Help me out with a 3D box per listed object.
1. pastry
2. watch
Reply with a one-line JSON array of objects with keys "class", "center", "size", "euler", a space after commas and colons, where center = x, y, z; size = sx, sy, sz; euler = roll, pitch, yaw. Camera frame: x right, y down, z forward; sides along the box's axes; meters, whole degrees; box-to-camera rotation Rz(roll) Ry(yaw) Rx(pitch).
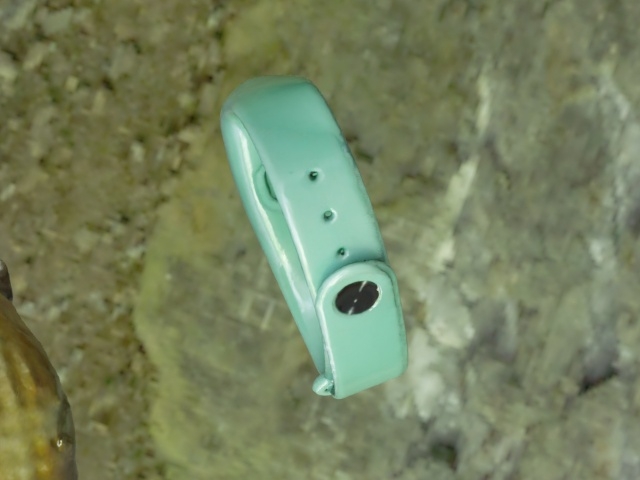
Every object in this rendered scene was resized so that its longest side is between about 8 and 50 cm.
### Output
[{"class": "pastry", "center": [-0.216, 0.125, 0.818], "size": [0.100, 0.229, 0.218], "euler": [-10, 131, -43]}, {"class": "watch", "center": [0.000, 0.000, 0.934], "size": [0.237, 0.068, 0.195], "euler": [78, -12, -45]}]
